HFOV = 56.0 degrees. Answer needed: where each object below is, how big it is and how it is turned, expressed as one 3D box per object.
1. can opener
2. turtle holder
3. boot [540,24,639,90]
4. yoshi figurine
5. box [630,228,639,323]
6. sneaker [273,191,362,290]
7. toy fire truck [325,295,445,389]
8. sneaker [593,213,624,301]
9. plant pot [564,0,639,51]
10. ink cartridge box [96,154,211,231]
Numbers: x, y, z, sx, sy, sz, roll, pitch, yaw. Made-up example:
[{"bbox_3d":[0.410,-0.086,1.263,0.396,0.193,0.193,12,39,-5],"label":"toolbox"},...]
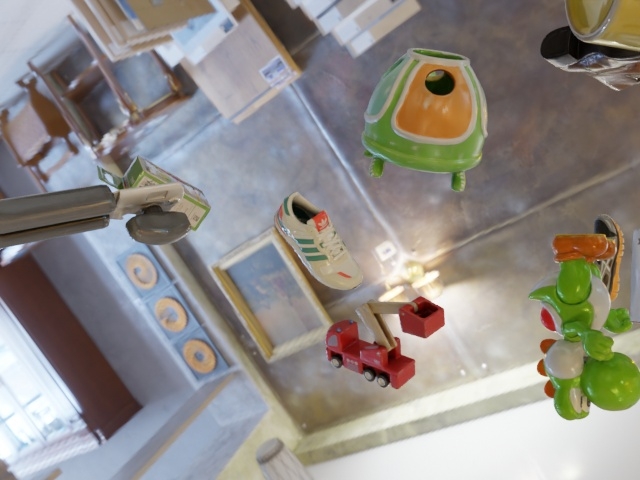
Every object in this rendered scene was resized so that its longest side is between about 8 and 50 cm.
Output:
[{"bbox_3d":[-0.308,-0.033,0.832,0.280,0.093,0.074,-10,152,-38],"label":"can opener"},{"bbox_3d":[0.218,-0.251,1.176,0.243,0.227,0.320,19,-153,25],"label":"turtle holder"},{"bbox_3d":[0.612,-0.342,1.158,0.280,0.096,0.264,10,175,-32],"label":"boot"},{"bbox_3d":[0.538,0.171,1.161,0.203,0.362,0.203,4,176,-6],"label":"yoshi figurine"},{"bbox_3d":[0.728,0.069,0.979,0.345,0.168,0.215,6,174,-9],"label":"box"},{"bbox_3d":[0.000,0.000,0.831,0.057,0.161,0.075,-37,168,-27],"label":"sneaker"},{"bbox_3d":[0.082,0.133,0.842,0.192,0.135,0.047,14,-152,42],"label":"toy fire truck"},{"bbox_3d":[0.680,0.042,1.469,0.083,0.215,0.084,4,175,-4],"label":"sneaker"},{"bbox_3d":[0.470,-0.350,0.785,0.239,0.254,0.254,-2,-174,-3],"label":"plant pot"},{"bbox_3d":[-0.324,-0.106,1.176,0.062,0.209,0.109,-55,-150,7],"label":"ink cartridge box"}]
